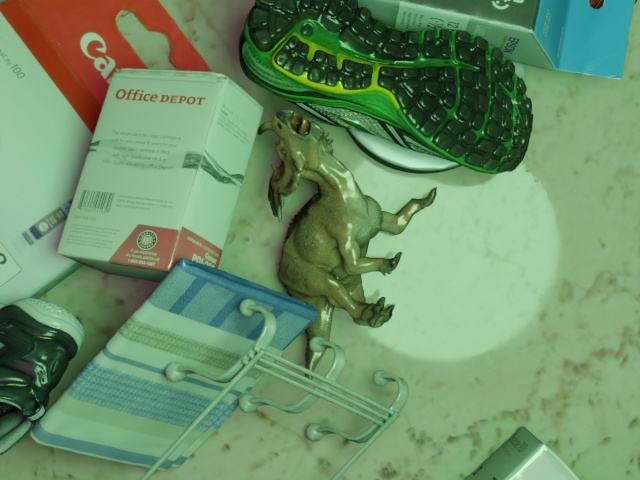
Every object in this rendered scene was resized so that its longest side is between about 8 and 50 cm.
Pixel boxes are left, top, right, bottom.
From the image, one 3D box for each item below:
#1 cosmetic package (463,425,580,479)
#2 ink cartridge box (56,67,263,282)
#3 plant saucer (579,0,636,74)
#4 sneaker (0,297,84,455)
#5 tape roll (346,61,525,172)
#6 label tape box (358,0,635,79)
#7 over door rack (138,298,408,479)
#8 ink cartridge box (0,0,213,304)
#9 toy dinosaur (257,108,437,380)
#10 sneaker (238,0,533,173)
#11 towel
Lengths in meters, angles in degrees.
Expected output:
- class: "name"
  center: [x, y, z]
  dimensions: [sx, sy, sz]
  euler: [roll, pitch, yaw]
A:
- class: "cosmetic package"
  center: [0.222, 0.330, 1.301]
  dimensions: [0.184, 0.151, 0.151]
  euler: [-44, 89, -1]
- class: "ink cartridge box"
  center: [-0.171, -0.068, 1.259]
  dimensions: [0.159, 0.092, 0.217]
  euler: [8, 77, 30]
- class: "plant saucer"
  center: [0.277, -0.370, 1.359]
  dimensions: [0.258, 0.048, 0.259]
  euler: [35, 89, 1]
- class: "sneaker"
  center: [-0.390, 0.152, 1.257]
  dimensions: [0.269, 0.101, 0.153]
  euler: [-10, 45, 23]
- class: "tape roll"
  center: [0.122, -0.187, 1.347]
  dimensions: [0.219, 0.072, 0.219]
  euler: [0, 89, 2]
- class: "label tape box"
  center: [0.186, -0.335, 1.264]
  dimensions: [0.348, 0.115, 0.249]
  euler: [12, 80, 3]
- class: "over door rack"
  center: [-0.084, 0.234, 1.263]
  dimensions: [0.239, 0.108, 0.324]
  euler: [30, 97, -39]
- class: "ink cartridge box"
  center: [-0.319, -0.134, 1.346]
  dimensions: [0.385, 0.091, 0.308]
  euler: [-37, 89, 2]
- class: "toy dinosaur"
  center: [0.000, 0.000, 1.326]
  dimensions: [0.200, 0.127, 0.295]
  euler: [22, 111, 12]
- class: "sneaker"
  center: [0.074, -0.170, 1.256]
  dimensions: [0.344, 0.146, 0.134]
  euler: [24, 76, -13]
- class: "towel"
  center: [-0.158, 0.142, 1.265]
  dimensions: [0.285, 0.209, 0.034]
  euler: [-48, 46, 21]
